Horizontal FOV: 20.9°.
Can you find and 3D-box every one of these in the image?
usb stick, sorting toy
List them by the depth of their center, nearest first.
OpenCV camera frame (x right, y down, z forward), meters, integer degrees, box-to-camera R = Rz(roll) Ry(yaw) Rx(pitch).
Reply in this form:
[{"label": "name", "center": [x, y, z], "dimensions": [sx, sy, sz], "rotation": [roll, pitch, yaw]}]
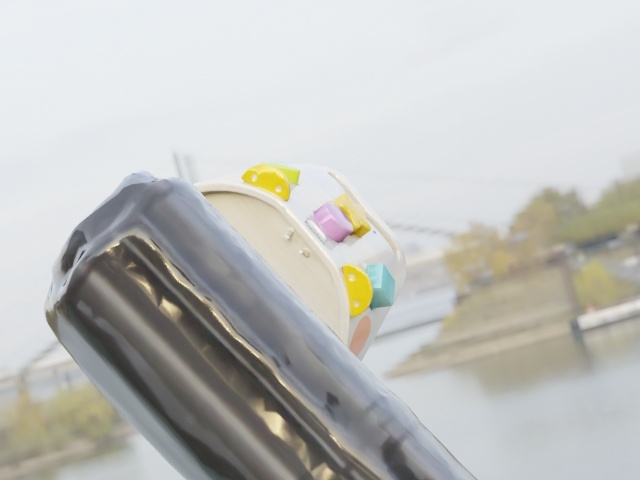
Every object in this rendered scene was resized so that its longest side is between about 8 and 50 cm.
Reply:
[{"label": "usb stick", "center": [0.044, 0.094, 0.379], "dimensions": [0.045, 0.278, 0.077], "rotation": [-43, -6, -18]}, {"label": "sorting toy", "center": [0.000, 0.000, 0.572], "dimensions": [0.045, 0.083, 0.075], "rotation": [-43, -6, 27]}]
